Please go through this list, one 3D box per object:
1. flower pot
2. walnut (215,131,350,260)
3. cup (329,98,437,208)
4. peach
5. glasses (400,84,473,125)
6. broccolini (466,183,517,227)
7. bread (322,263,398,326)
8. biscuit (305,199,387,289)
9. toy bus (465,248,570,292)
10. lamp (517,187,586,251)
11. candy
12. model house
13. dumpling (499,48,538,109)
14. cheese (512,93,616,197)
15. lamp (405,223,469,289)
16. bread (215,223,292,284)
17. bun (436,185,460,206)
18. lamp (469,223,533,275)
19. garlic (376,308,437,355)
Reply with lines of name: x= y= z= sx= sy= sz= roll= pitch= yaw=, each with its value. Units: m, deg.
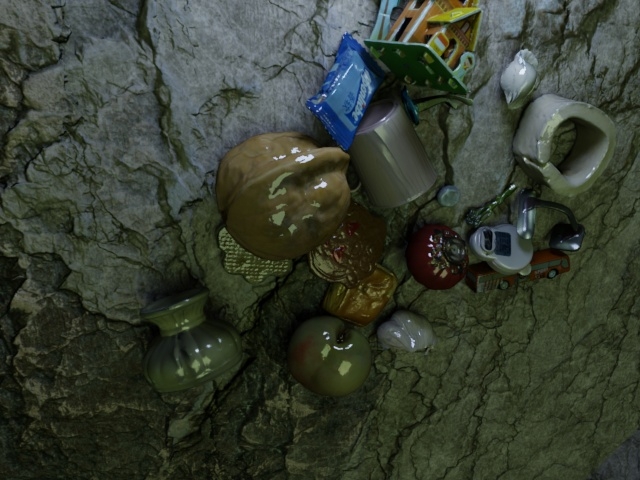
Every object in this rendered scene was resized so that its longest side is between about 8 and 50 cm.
flower pot: x=-0.400 y=0.283 z=1.755 sx=0.307 sy=0.307 sz=0.244 roll=-17 pitch=98 yaw=-11
walnut: x=-0.102 y=-0.123 z=1.634 sx=0.383 sy=0.383 sz=0.384 roll=-8 pitch=116 yaw=-16
cup: x=0.173 y=-0.256 z=1.766 sx=0.208 sy=0.288 sz=0.273 roll=-52 pitch=126 yaw=-33
peach: x=0.024 y=0.393 z=1.963 sx=0.292 sy=0.247 sz=0.292 roll=2 pitch=122 yaw=3
glasses: x=0.322 y=-0.379 z=1.691 sx=0.206 sy=0.239 sz=0.102 roll=12 pitch=105 yaw=3
broccolini: x=0.593 y=-0.128 z=2.045 sx=0.216 sy=0.058 sz=0.067 roll=-44 pitch=155 yaw=-4
bread: x=0.138 y=0.178 z=1.990 sx=0.210 sy=0.099 sz=0.235 roll=28 pitch=102 yaw=-28
biscuit: x=0.083 y=0.013 z=1.864 sx=0.257 sy=0.049 sz=0.273 roll=30 pitch=81 yaw=-20
toy bus: x=0.736 y=0.112 z=2.175 sx=0.408 sy=0.093 sz=0.092 roll=-11 pitch=115 yaw=-16
lamp: x=0.814 y=-0.038 z=2.072 sx=0.283 sy=0.124 sz=0.203 roll=36 pitch=66 yaw=-30
candy: x=0.075 y=-0.420 z=1.620 sx=0.187 sy=0.077 sz=0.331 roll=41 pitch=59 yaw=-28
model house: x=0.293 y=-0.625 z=1.565 sx=0.340 sy=0.300 sz=0.324 roll=35 pitch=89 yaw=-35
dumpling: x=0.630 y=-0.502 z=1.847 sx=0.127 sy=0.108 sz=0.188 roll=5 pitch=100 yaw=-49
cheese: x=0.807 y=-0.320 z=1.959 sx=0.332 sy=0.153 sz=0.292 roll=27 pitch=103 yaw=-27
lamp: x=0.386 y=0.058 z=1.967 sx=0.226 sy=0.227 sz=0.227 roll=-8 pitch=116 yaw=-16
bread: x=-0.198 y=0.037 z=1.831 sx=0.286 sy=0.056 sz=0.207 roll=10 pitch=107 yaw=-23
bun: x=0.429 y=-0.149 z=1.970 sx=0.083 sy=0.045 sz=0.083 roll=-6 pitch=116 yaw=-13
lamp: x=0.635 y=0.029 z=2.076 sx=0.246 sy=0.108 sz=0.180 roll=12 pitch=66 yaw=-14
garlic: x=0.317 y=0.321 z=2.087 sx=0.229 sy=0.178 sz=0.143 roll=10 pitch=93 yaw=-28
